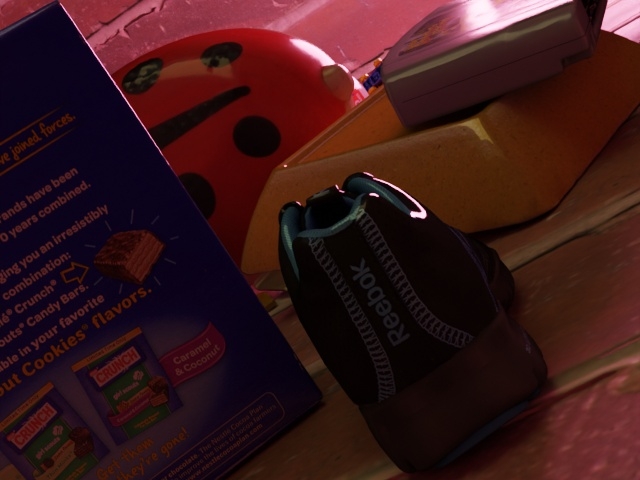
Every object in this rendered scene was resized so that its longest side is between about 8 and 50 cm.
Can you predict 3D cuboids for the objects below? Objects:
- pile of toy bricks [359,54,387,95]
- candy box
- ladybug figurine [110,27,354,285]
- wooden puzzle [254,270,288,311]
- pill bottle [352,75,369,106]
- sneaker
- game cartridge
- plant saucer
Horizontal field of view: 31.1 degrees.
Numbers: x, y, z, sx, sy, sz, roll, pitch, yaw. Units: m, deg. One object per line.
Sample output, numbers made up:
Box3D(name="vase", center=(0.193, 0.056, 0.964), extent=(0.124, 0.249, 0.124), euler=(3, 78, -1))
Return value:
Box3D(name="pile of toy bricks", center=(0.078, -0.170, 1.698), extent=(0.105, 0.118, 0.212), euler=(0, -38, -51))
Box3D(name="candy box", center=(-0.198, 0.048, 0.762), extent=(0.268, 0.317, 0.122), euler=(-35, 10, -16))
Box3D(name="ladybug figurine", center=(-0.166, -0.081, 1.281), extent=(0.449, 0.305, 0.162), euler=(-32, -21, 17))
Box3D(name="wooden puzzle", center=(-0.029, 0.030, 1.182), extent=(0.116, 0.014, 0.078), euler=(-45, 24, -16))
Box3D(name="pill bottle", center=(-0.058, -0.109, 1.514), extent=(0.181, 0.181, 0.323), euler=(-26, 12, 33))
Box3D(name="sneaker", center=(0.044, 0.014, 0.700), extent=(0.125, 0.140, 0.341), euler=(-34, 8, 1))
Box3D(name="game cartridge", center=(0.160, -0.190, 1.056), extent=(0.196, 0.060, 0.294), euler=(-22, 16, 24))
Box3D(name="plant saucer", center=(0.114, -0.100, 1.076), extent=(0.332, 0.081, 0.333), euler=(-12, 21, 40))
